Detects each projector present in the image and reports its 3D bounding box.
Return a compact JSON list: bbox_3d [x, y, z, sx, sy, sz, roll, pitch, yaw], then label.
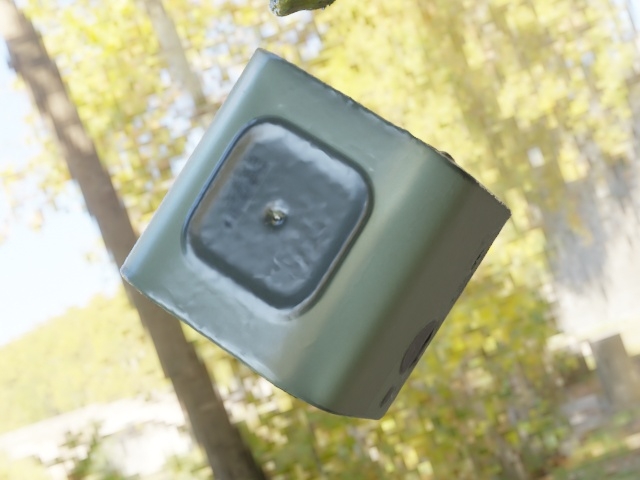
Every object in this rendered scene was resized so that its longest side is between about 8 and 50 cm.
[{"bbox_3d":[0.000,0.000,1.532,0.249,0.248,0.248,-58,-21,1],"label":"projector"}]

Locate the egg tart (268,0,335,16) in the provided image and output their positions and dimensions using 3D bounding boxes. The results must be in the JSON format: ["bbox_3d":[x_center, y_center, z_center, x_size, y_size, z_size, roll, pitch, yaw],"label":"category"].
[{"bbox_3d":[0.002,-0.347,1.959,0.078,0.197,0.197,27,-24,-17],"label":"egg tart"}]
